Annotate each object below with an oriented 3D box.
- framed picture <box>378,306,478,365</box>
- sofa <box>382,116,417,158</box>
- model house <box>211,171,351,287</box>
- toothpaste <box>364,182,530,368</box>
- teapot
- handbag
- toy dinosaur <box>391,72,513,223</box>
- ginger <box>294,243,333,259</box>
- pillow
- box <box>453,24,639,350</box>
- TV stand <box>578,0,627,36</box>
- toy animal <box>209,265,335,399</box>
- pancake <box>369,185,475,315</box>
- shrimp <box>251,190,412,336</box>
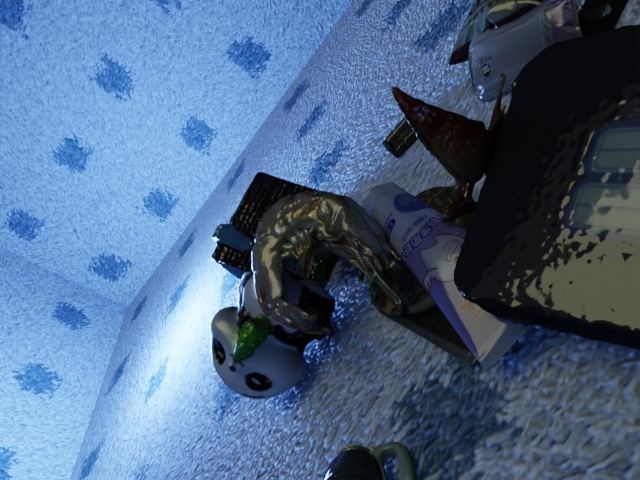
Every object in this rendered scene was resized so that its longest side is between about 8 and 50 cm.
[{"bbox_3d":[0.202,0.064,0.759,0.197,0.014,0.252,-59,23,-4],"label":"framed picture"},{"bbox_3d":[0.199,-0.250,1.135,0.118,0.039,0.060,-49,25,19],"label":"sofa"},{"bbox_3d":[-0.100,-0.033,1.179,0.230,0.249,0.280,-13,49,57],"label":"model house"},{"bbox_3d":[0.175,0.019,0.714,0.125,0.080,0.371,-50,36,11],"label":"toothpaste"},{"bbox_3d":[0.062,0.319,0.653,0.090,0.124,0.092,-73,-18,-67],"label":"teapot"},{"bbox_3d":[0.363,-0.468,0.979,0.213,0.127,0.234,-27,35,53],"label":"handbag"},{"bbox_3d":[0.214,-0.142,0.718,0.327,0.113,0.206,-36,-39,-44],"label":"toy dinosaur"},{"bbox_3d":[0.003,-0.002,1.030,0.137,0.214,0.074,-35,63,59],"label":"ginger"},{"bbox_3d":[0.351,-0.331,0.868,0.038,0.130,0.233,-19,10,-29],"label":"pillow"},{"bbox_3d":[0.323,-0.064,0.479,0.359,0.091,0.350,9,75,51],"label":"box"},{"bbox_3d":[0.492,-0.443,0.801,0.256,0.040,0.049,-60,23,-7],"label":"TV stand"},{"bbox_3d":[-0.104,0.176,0.969,0.266,0.213,0.213,-58,23,-6],"label":"toy animal"},{"bbox_3d":[0.165,0.017,0.828,0.250,0.031,0.250,-41,31,31],"label":"pancake"},{"bbox_3d":[0.004,0.044,0.811,0.360,0.085,0.246,32,91,40],"label":"shrimp"}]
